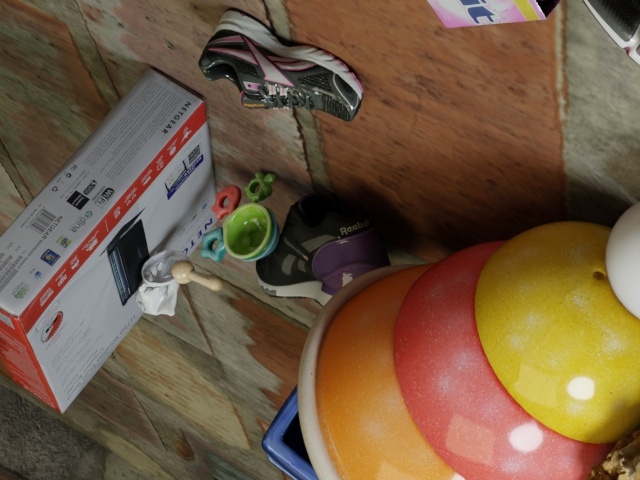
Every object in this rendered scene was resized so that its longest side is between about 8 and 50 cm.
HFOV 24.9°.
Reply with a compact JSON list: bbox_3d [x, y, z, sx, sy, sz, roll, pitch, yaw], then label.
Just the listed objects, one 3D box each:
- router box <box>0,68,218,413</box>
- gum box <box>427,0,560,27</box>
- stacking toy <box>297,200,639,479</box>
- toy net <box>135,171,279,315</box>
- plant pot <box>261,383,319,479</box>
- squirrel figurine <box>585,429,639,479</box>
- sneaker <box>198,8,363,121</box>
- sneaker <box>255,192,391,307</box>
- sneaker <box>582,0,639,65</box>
[{"bbox_3d":[-0.256,0.006,1.722,0.082,0.335,0.301,31,158,14],"label":"router box"},{"bbox_3d":[0.097,-0.248,1.065,0.107,0.062,0.188,5,142,52],"label":"gum box"},{"bbox_3d":[0.228,0.099,1.343,0.351,0.350,0.480,40,139,-7],"label":"stacking toy"},{"bbox_3d":[-0.144,0.006,1.710,0.232,0.122,0.045,-29,150,25],"label":"toy net"},{"bbox_3d":[0.071,0.245,1.855,0.236,0.236,0.212,35,165,3],"label":"plant pot"},{"bbox_3d":[0.359,0.297,1.322,0.371,0.281,0.397,-16,114,15],"label":"squirrel figurine"},{"bbox_3d":[-0.042,-0.154,1.433,0.178,0.077,0.072,27,157,21],"label":"sneaker"},{"bbox_3d":[0.000,0.000,1.684,0.283,0.107,0.124,8,115,63],"label":"sneaker"},{"bbox_3d":[0.275,-0.107,1.031,0.281,0.106,0.162,36,161,2],"label":"sneaker"}]
